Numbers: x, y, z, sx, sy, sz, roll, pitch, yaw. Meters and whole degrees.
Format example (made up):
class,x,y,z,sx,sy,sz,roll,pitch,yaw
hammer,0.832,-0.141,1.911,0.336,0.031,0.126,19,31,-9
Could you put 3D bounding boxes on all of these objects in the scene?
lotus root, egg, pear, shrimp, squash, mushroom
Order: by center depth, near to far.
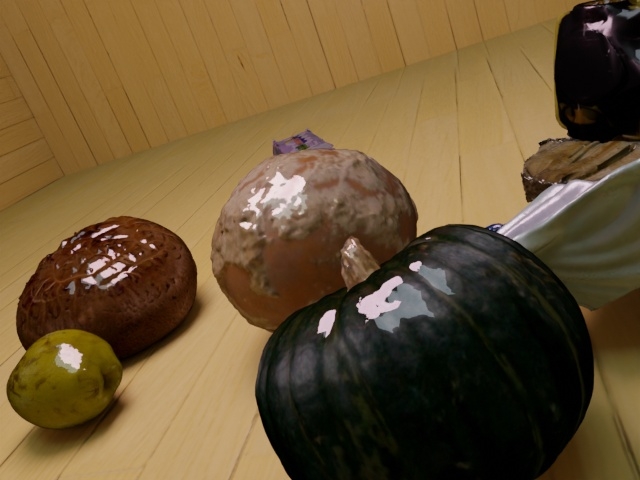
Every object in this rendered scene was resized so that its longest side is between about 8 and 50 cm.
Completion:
class,x,y,z,sx,sy,sz,roll,pitch,yaw
squash,0.063,0.084,0.388,0.218,0.172,0.218,-28,19,11
egg,0.000,0.000,0.633,0.245,0.203,0.203,-24,19,-37
pear,-0.279,0.151,0.642,0.131,0.107,0.107,-4,26,28
lotus root,0.302,-0.065,0.691,0.144,0.070,0.143,-27,27,-29
mushroom,-0.296,0.069,0.809,0.253,0.153,0.253,-17,31,11
shrimp,0.398,-0.148,0.864,0.161,0.034,0.091,-10,19,5

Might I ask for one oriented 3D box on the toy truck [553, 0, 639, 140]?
class,x,y,z,sx,sy,sz,roll,pitch,yaw
toy truck,0.485,-0.202,0.669,0.254,0.180,0.405,-19,24,-26

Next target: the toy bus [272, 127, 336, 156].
class,x,y,z,sx,sy,sz,roll,pitch,yaw
toy bus,-0.008,-0.101,0.970,0.113,0.138,0.317,-24,19,-5

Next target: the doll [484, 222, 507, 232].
class,x,y,z,sx,sy,sz,roll,pitch,yaw
doll,0.207,0.008,0.614,0.227,0.057,0.114,-9,27,19

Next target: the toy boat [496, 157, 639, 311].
class,x,y,z,sx,sy,sz,roll,pitch,yaw
toy boat,0.272,-0.030,0.472,0.290,0.100,0.199,-27,-17,-4
